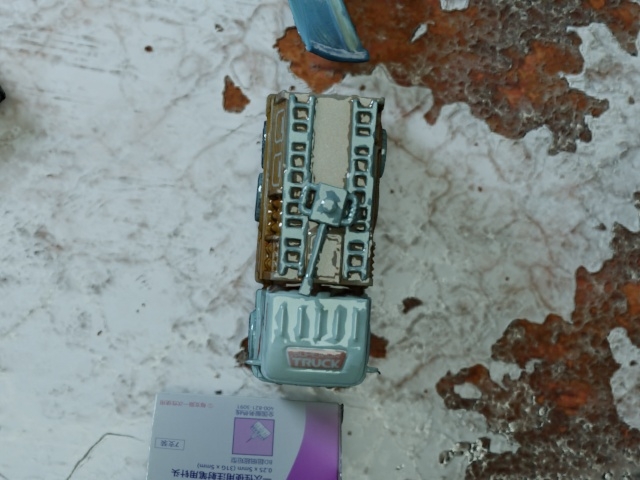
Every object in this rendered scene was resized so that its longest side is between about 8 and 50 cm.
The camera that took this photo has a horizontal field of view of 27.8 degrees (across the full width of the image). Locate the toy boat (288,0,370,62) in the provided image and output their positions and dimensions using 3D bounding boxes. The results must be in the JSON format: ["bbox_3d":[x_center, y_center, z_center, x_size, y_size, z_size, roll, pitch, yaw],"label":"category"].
[{"bbox_3d":[0.012,-0.288,1.350,0.102,0.088,0.215,-15,89,-8],"label":"toy boat"}]

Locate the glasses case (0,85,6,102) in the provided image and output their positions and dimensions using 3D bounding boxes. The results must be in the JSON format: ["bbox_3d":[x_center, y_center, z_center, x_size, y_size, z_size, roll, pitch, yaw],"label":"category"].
[{"bbox_3d":[-0.474,-0.103,1.326,0.299,0.060,0.114,-37,92,-4],"label":"glasses case"}]

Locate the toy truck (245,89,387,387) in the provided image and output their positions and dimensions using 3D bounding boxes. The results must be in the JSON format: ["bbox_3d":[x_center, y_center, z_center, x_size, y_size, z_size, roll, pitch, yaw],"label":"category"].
[{"bbox_3d":[0.000,0.000,1.307,0.136,0.162,0.305,4,89,-4],"label":"toy truck"}]

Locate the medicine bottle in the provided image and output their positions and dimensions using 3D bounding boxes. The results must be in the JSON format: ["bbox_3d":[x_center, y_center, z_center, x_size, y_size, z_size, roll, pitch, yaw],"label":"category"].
[{"bbox_3d":[-0.076,0.240,1.313,0.201,0.052,0.171,5,51,-2],"label":"medicine bottle"}]
